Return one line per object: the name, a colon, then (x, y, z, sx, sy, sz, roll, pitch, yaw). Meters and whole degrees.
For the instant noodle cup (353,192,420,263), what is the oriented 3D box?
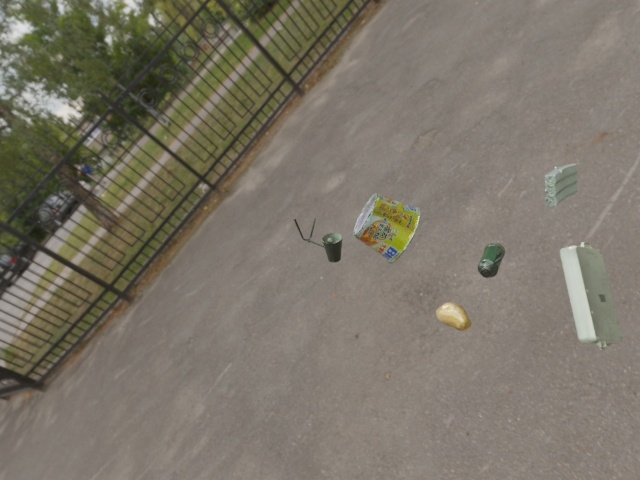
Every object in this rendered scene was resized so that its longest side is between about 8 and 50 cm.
instant noodle cup: (0.203, -0.048, 1.319, 0.205, 0.152, 0.205, -63, 4, 8)

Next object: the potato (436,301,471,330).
potato: (0.306, 0.174, 0.937, 0.083, 0.068, 0.062, -123, 36, -54)

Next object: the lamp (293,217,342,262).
lamp: (0.001, 0.001, 0.678, 0.041, 0.054, 0.121, -21, 33, -20)

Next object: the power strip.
power strip: (0.680, 0.137, 1.032, 0.046, 0.117, 0.271, -34, 53, 58)

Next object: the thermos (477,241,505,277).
thermos: (0.616, 0.077, 1.476, 0.083, 0.073, 0.187, -3, 22, 34)

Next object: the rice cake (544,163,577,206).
rice cake: (0.882, -0.208, 1.503, 0.237, 0.127, 0.043, -20, 16, -39)
